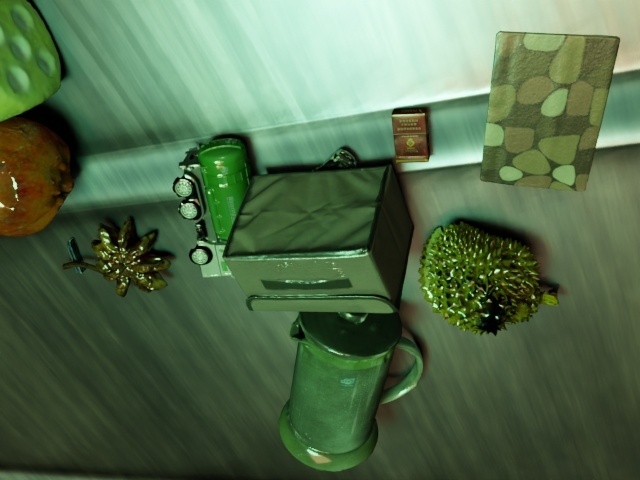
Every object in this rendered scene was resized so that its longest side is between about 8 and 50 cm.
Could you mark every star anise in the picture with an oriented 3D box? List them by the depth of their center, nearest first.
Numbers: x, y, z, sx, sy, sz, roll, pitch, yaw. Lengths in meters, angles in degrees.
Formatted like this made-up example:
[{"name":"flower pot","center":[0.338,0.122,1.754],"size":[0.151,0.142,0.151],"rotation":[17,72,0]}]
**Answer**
[{"name":"star anise","center":[-0.396,0.056,1.263],"size":[0.177,0.073,0.234],"rotation":[45,129,-11]}]

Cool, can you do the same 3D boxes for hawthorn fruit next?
[{"name":"hawthorn fruit","center":[-0.577,-0.118,1.109],"size":[0.298,0.211,0.211],"rotation":[10,127,12]}]

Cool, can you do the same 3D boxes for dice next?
[{"name":"dice","center":[-0.530,-0.281,0.997],"size":[0.166,0.169,0.169],"rotation":[-6,123,23]}]

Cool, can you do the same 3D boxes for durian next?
[{"name":"durian","center":[0.269,0.085,1.027],"size":[0.237,0.138,0.194],"rotation":[15,128,6]}]

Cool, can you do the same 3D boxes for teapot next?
[{"name":"teapot","center":[0.064,0.244,1.191],"size":[0.270,0.200,0.337],"rotation":[-1,127,-13]}]

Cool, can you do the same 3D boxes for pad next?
[{"name":"pad","center":[0.316,-0.176,0.906],"size":[0.158,0.003,0.235],"rotation":[7,127,13]}]

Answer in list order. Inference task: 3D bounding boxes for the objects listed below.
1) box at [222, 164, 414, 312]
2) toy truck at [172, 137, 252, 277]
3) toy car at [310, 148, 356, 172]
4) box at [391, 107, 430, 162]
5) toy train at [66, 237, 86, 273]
[{"name":"box","center":[0.000,0.000,1.010],"size":[0.252,0.188,0.153],"rotation":[0,141,22]},{"name":"toy truck","center":[-0.169,-0.056,1.094],"size":[0.124,0.101,0.243],"rotation":[-2,122,5]},{"name":"toy car","center":[0.018,-0.113,1.034],"size":[0.041,0.025,0.093],"rotation":[41,135,-19]},{"name":"box","center":[0.137,-0.158,0.965],"size":[0.051,0.023,0.082],"rotation":[1,125,18]},{"name":"toy train","center":[-0.505,0.030,1.315],"size":[0.017,0.017,0.083],"rotation":[8,127,21]}]
